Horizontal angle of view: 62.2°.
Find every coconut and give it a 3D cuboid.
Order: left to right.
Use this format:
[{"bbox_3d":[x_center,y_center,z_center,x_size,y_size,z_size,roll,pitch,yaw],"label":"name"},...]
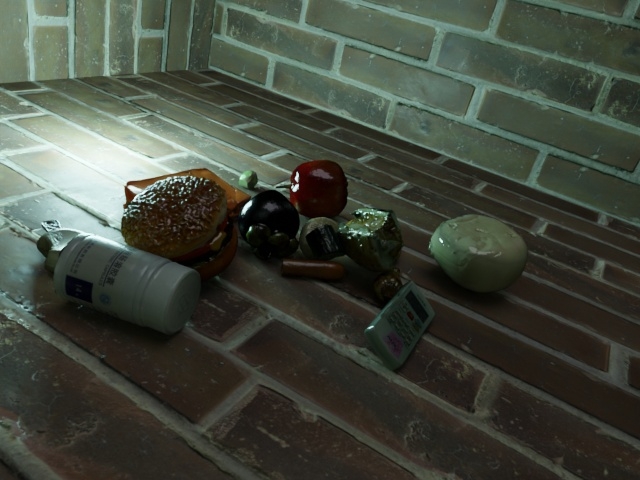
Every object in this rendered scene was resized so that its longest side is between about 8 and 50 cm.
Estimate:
[{"bbox_3d":[-0.314,-0.269,2.338,0.081,0.082,0.083,16,3,16],"label":"coconut"}]

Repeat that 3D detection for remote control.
[{"bbox_3d":[0.246,0.247,1.595,0.145,0.050,0.344,55,34,-1],"label":"remote control"}]

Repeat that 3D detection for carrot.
[{"bbox_3d":[-0.021,0.098,1.803,0.225,0.067,0.067,5,29,-13],"label":"carrot"}]

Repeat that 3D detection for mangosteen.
[{"bbox_3d":[-0.177,-0.051,1.868,0.243,0.242,0.243,11,28,-6],"label":"mangosteen"}]

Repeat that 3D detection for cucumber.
[{"bbox_3d":[0.023,0.008,1.831,0.117,0.062,0.115,-16,72,-35],"label":"cucumber"}]

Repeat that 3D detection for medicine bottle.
[{"bbox_3d":[-0.506,0.115,1.413,0.332,0.189,0.190,17,28,7],"label":"medicine bottle"}]

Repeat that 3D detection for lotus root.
[{"bbox_3d":[0.236,0.149,1.807,0.108,0.094,0.190,37,21,-1],"label":"lotus root"}]

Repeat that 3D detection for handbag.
[{"bbox_3d":[-0.498,-0.143,1.990,0.304,0.116,0.410,34,34,28],"label":"handbag"}]

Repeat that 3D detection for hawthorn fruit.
[{"bbox_3d":[-0.036,-0.213,2.204,0.301,0.254,0.254,3,27,4],"label":"hawthorn fruit"}]

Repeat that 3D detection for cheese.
[{"bbox_3d":[-0.786,0.007,1.611,0.163,0.082,0.286,-13,35,-42],"label":"cheese"}]

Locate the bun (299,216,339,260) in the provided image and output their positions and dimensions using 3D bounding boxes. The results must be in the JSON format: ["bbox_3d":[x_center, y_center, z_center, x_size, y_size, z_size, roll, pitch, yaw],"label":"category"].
[{"bbox_3d":[0.000,0.000,1.931,0.164,0.111,0.188,28,50,-8],"label":"bun"}]

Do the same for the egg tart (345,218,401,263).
[{"bbox_3d":[0.179,-0.008,2.049,0.289,0.118,0.288,7,27,-4],"label":"egg tart"}]

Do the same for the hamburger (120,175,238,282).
[{"bbox_3d":[-0.420,-0.034,1.601,0.330,0.250,0.329,-3,39,3],"label":"hamburger"}]

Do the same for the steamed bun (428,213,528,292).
[{"bbox_3d":[0.584,0.068,1.963,0.334,0.232,0.312,-8,36,-20],"label":"steamed bun"}]

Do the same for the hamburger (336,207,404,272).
[{"bbox_3d":[0.181,0.003,1.827,0.168,0.192,0.288,-31,18,-20],"label":"hamburger"}]
